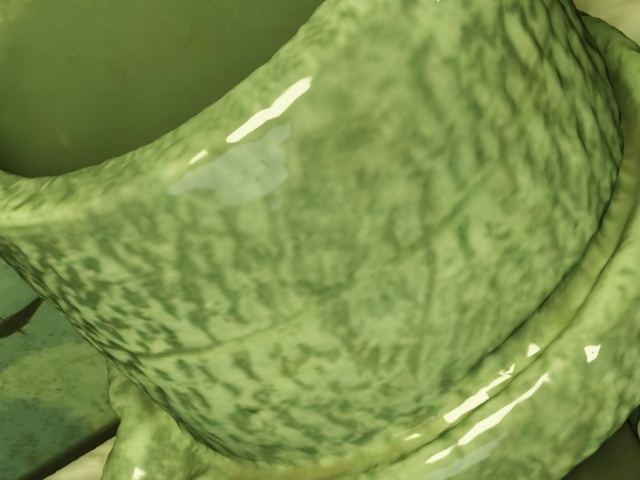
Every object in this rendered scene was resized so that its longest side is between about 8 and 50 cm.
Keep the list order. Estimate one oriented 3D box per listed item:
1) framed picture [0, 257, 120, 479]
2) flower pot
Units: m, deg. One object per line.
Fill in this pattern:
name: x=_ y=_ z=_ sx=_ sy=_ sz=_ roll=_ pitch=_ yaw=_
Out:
framed picture: x=-0.230 y=0.029 z=1.019 sx=0.265 sy=0.016 sz=0.347 roll=-32 pitch=132 yaw=28
flower pot: x=0.000 y=0.000 z=0.796 sx=0.299 sy=0.299 sz=0.283 roll=-24 pitch=130 yaw=22
